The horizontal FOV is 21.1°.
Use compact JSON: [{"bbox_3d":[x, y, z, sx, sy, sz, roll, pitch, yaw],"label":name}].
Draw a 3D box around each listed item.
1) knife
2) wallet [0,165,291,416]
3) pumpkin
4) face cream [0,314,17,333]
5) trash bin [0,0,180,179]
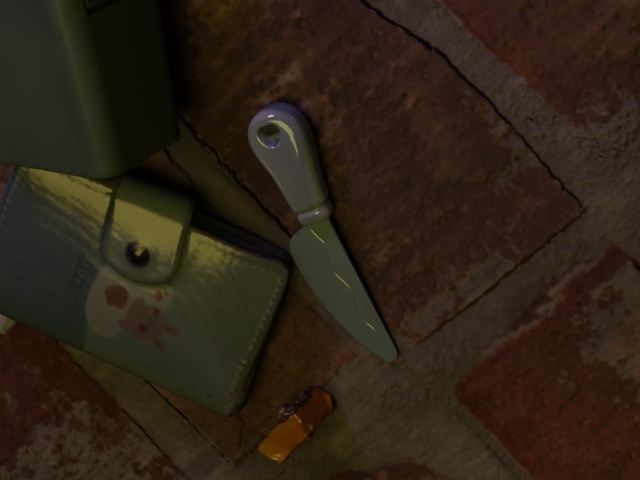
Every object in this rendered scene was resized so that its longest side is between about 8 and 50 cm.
[{"bbox_3d":[-0.002,0.000,1.920,0.080,0.044,0.331,-12,112,27],"label":"knife"},{"bbox_3d":[-0.220,0.043,1.991,0.360,0.083,0.252,24,120,2],"label":"wallet"},{"bbox_3d":[-0.030,0.213,2.009,0.054,0.074,0.083,47,123,3],"label":"pumpkin"},{"bbox_3d":[-0.368,0.065,2.105,0.034,0.034,0.130,37,122,3],"label":"face cream"},{"bbox_3d":[-0.281,-0.254,1.826,0.223,0.158,0.343,10,123,39],"label":"trash bin"}]
